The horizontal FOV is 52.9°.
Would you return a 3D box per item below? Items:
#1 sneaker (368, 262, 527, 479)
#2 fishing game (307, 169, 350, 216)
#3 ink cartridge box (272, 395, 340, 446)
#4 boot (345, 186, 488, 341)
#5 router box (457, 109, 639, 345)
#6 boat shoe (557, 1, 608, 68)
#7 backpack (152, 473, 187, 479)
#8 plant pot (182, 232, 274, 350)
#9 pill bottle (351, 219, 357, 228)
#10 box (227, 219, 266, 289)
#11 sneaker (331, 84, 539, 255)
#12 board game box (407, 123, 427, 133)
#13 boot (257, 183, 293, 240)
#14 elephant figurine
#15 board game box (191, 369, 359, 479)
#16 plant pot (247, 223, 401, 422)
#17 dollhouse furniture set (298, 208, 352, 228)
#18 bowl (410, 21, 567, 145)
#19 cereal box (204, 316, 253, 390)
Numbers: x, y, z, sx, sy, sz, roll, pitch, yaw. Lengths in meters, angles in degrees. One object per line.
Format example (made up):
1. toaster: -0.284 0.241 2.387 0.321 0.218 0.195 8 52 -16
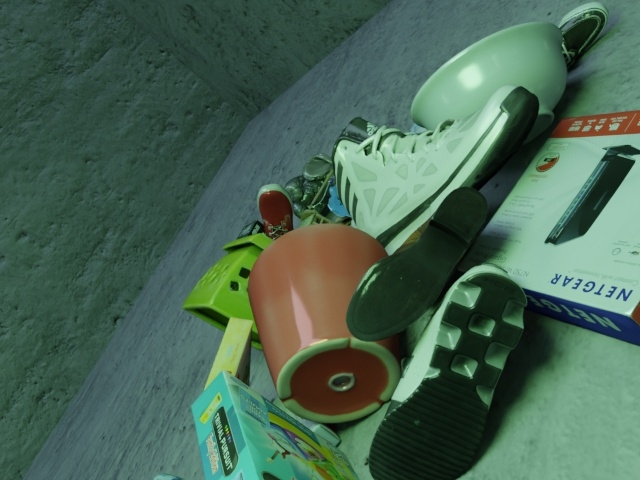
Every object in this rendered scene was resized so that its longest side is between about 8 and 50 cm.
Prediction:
1. sneaker: 0.170 0.181 0.853 0.330 0.123 0.146 -64 -4 12
2. fishing game: 0.097 -0.136 1.566 0.264 0.041 0.189 10 57 43
3. ink cartridge box: -0.106 0.408 1.132 0.311 0.065 0.186 -48 20 1
4. boot: 0.140 0.057 0.979 0.264 0.096 0.280 -56 -12 -10
5. router box: 0.378 -0.034 0.845 0.301 0.082 0.335 -53 20 -8
6. boat shoe: 0.468 -0.365 1.257 0.219 0.078 0.070 -44 19 40
7. backpack: -0.287 0.514 1.252 0.084 0.114 0.105 5 54 43
8. plant pot: -0.146 0.113 1.459 0.228 0.227 0.207 -12 48 63
9. pill bottle: 0.124 -0.050 1.395 0.094 0.094 0.169 -16 39 57
10. box: -0.176 0.061 1.764 0.078 0.147 0.180 -24 32 52
11. sneaker: 0.149 -0.148 1.099 0.169 0.257 0.447 -35 -12 -39
12. board game box: 0.268 -0.298 1.633 0.090 0.020 0.090 -57 20 -18
13. boot: -0.101 -0.011 1.629 0.089 0.244 0.176 -10 50 1
14. elephant figurine: 0.023 -0.153 1.755 0.239 0.186 0.169 -38 -12 5
15. board game box: -0.031 0.327 0.835 0.079 0.254 0.336 -51 20 -1
16. plant pot: 0.016 0.150 1.081 0.275 0.275 0.243 -43 31 21
17. dollhouse furniture set: 0.000 0.000 1.561 0.161 0.101 0.181 -30 28 44
18. bowl: 0.325 -0.242 1.164 0.298 0.134 0.298 -22 -16 -7
19. cereal box: -0.160 0.278 1.132 0.173 0.048 0.240 -77 -4 -52
